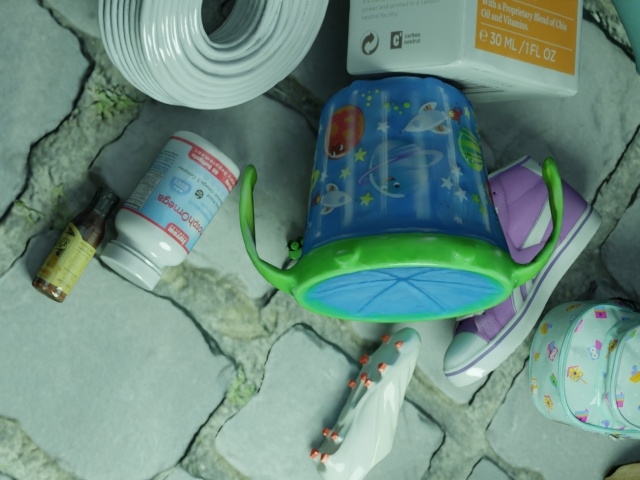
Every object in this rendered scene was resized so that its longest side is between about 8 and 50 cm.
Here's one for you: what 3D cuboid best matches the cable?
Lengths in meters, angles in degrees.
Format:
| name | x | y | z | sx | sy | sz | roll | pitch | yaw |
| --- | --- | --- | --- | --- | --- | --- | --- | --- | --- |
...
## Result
| name | x | y | z | sx | sy | sz | roll | pitch | yaw |
| --- | --- | --- | --- | --- | --- | --- | --- | --- | --- |
| cable | -0.105 | -0.255 | 1.572 | 0.257 | 0.089 | 0.257 | -53 | 141 | -8 |

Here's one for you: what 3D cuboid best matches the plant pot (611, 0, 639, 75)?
| name | x | y | z | sx | sy | sz | roll | pitch | yaw |
| --- | --- | --- | --- | --- | --- | --- | --- | --- | --- |
| plant pot | 0.452 | -0.324 | 1.767 | 0.272 | 0.272 | 0.255 | -16 | 109 | -21 |

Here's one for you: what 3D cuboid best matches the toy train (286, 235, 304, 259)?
| name | x | y | z | sx | sy | sz | roll | pitch | yaw |
| --- | --- | --- | --- | --- | --- | --- | --- | --- | --- |
| toy train | 0.000 | 0.000 | 1.703 | 0.083 | 0.017 | 0.023 | -20 | 107 | -21 |

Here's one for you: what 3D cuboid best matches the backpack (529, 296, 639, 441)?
| name | x | y | z | sx | sy | sz | roll | pitch | yaw |
| --- | --- | --- | --- | --- | --- | --- | --- | --- | --- |
| backpack | 0.344 | 0.149 | 1.770 | 0.188 | 0.144 | 0.165 | 8 | 91 | -18 |

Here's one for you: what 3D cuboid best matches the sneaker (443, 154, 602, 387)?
| name | x | y | z | sx | sy | sz | roll | pitch | yaw |
| --- | --- | --- | --- | --- | --- | --- | --- | --- | --- |
| sneaker | 0.188 | 0.024 | 1.740 | 0.161 | 0.102 | 0.282 | 42 | 64 | -12 |

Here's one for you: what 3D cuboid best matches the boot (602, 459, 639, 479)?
| name | x | y | z | sx | sy | sz | roll | pitch | yaw |
| --- | --- | --- | --- | --- | --- | --- | --- | --- | --- |
| boot | 0.485 | 0.313 | 1.823 | 0.305 | 0.112 | 0.115 | -1 | 78 | -7 |

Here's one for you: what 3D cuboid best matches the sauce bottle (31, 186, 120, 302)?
| name | x | y | z | sx | sy | sz | roll | pitch | yaw |
| --- | --- | --- | --- | --- | --- | --- | --- | --- | --- |
| sauce bottle | -0.254 | 0.003 | 1.592 | 0.042 | 0.042 | 0.128 | 34 | 75 | -17 |

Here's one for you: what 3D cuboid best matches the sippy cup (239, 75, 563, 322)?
| name | x | y | z | sx | sy | sz | roll | pitch | yaw |
| --- | --- | --- | --- | --- | --- | --- | --- | --- | --- |
| sippy cup | 0.085 | -0.047 | 1.621 | 0.306 | 0.240 | 0.224 | 11 | 69 | -32 |

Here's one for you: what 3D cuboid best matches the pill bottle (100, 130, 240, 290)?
| name | x | y | z | sx | sy | sz | roll | pitch | yaw |
| --- | --- | --- | --- | --- | --- | --- | --- | --- | --- |
| pill bottle | -0.161 | -0.030 | 1.603 | 0.087 | 0.087 | 0.160 | 37 | 77 | -17 |

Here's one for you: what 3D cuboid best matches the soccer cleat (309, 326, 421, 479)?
| name | x | y | z | sx | sy | sz | roll | pitch | yaw |
| --- | --- | --- | --- | --- | --- | --- | --- | --- | --- |
| soccer cleat | 0.064 | 0.190 | 1.702 | 0.076 | 0.068 | 0.196 | 33 | 85 | -23 |

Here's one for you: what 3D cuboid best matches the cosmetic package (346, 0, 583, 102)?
| name | x | y | z | sx | sy | sz | roll | pitch | yaw |
| --- | --- | --- | --- | --- | --- | --- | --- | --- | --- |
| cosmetic package | 0.170 | -0.392 | 1.661 | 0.230 | 0.162 | 0.453 | 5 | 86 | -48 |
